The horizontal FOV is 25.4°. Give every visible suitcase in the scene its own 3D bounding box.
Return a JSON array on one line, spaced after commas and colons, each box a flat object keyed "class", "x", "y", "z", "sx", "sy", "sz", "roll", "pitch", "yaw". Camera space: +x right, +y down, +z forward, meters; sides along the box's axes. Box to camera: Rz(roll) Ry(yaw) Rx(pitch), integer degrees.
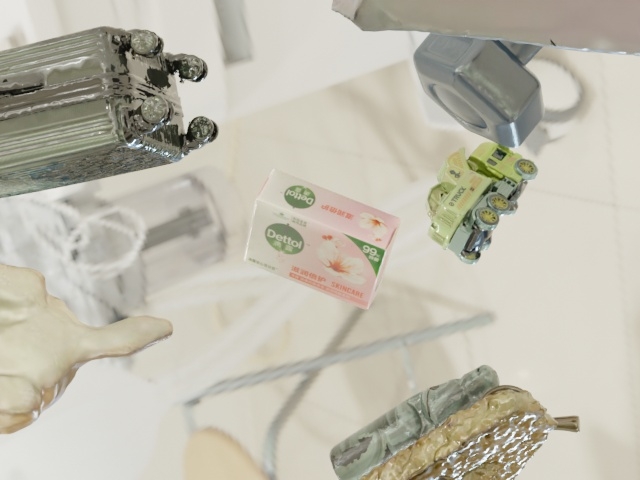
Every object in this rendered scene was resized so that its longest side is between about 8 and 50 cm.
[{"class": "suitcase", "x": -0.279, "y": -0.123, "z": 1.445, "sx": 0.202, "sy": 0.312, "sz": 0.128, "roll": 11, "pitch": -111, "yaw": -77}]

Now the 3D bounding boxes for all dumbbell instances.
[{"class": "dumbbell", "x": 0.250, "y": -0.259, "z": 1.560, "sx": 0.156, "sy": 0.316, "sz": 0.143, "roll": 41, "pitch": 173, "yaw": -9}]

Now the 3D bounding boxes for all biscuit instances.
[{"class": "biscuit", "x": 0.040, "y": 0.166, "z": 0.800, "sx": 0.131, "sy": 0.237, "sz": 0.026, "roll": 38, "pitch": -162, "yaw": -54}]

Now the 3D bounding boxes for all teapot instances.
[{"class": "teapot", "x": 0.211, "y": 0.198, "z": 1.470, "sx": 0.080, "sy": 0.110, "sz": 0.085, "roll": 94, "pitch": -178, "yaw": -69}]

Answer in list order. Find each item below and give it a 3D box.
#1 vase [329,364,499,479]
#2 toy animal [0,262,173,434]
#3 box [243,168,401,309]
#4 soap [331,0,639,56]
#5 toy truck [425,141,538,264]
[{"class": "vase", "x": 0.108, "y": 0.202, "z": 1.570, "sx": 0.211, "sy": 0.060, "sz": 0.060, "roll": -34, "pitch": 78, "yaw": 17}, {"class": "toy animal", "x": -0.188, "y": 0.089, "z": 0.830, "sx": 0.185, "sy": 0.184, "sz": 0.104, "roll": 113, "pitch": 155, "yaw": -55}, {"class": "box", "x": 0.000, "y": 0.000, "z": 1.258, "sx": 0.125, "sy": 0.043, "sz": 0.089, "roll": 21, "pitch": 138, "yaw": 7}, {"class": "soap", "x": 0.162, "y": -0.273, "z": 0.926, "sx": 0.107, "sy": 0.286, "sz": 0.296, "roll": -130, "pitch": 46, "yaw": -69}, {"class": "toy truck", "x": 0.204, "y": -0.061, "z": 1.925, "sx": 0.116, "sy": 0.191, "sz": 0.085, "roll": 34, "pitch": 137, "yaw": 9}]
